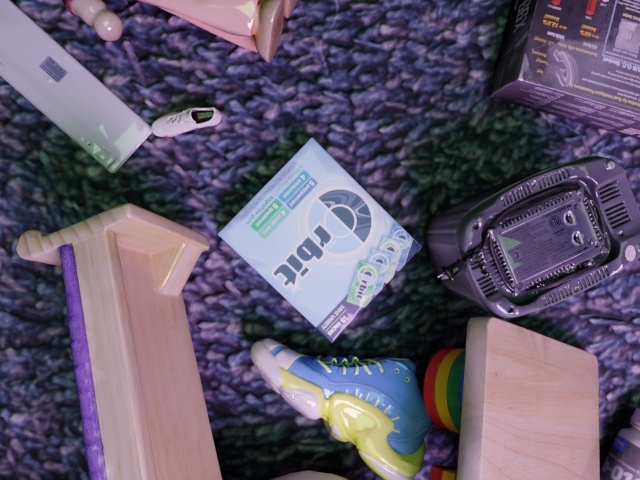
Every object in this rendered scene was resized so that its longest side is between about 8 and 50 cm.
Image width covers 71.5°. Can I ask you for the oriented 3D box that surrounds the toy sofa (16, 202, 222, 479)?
[{"bbox_3d":[-0.175,0.167,0.407,0.176,0.150,0.363,-19,75,10],"label":"toy sofa"}]

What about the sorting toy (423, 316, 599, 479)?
[{"bbox_3d":[0.207,0.234,0.487,0.257,0.089,0.256,22,70,-35],"label":"sorting toy"}]

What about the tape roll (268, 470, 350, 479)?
[{"bbox_3d":[-0.014,0.401,0.456,0.285,0.100,0.287,-3,83,23],"label":"tape roll"}]

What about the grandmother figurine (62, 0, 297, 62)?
[{"bbox_3d":[-0.202,-0.303,0.485,0.342,0.104,0.208,20,62,-2],"label":"grandmother figurine"}]

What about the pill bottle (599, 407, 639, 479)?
[{"bbox_3d":[0.405,0.289,0.558,0.078,0.078,0.137,25,89,-5],"label":"pill bottle"}]

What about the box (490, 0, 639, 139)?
[{"bbox_3d":[0.391,-0.261,0.543,0.307,0.076,0.243,13,91,-5],"label":"box"}]

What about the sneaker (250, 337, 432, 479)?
[{"bbox_3d":[0.036,0.169,0.531,0.240,0.091,0.126,41,70,-4],"label":"sneaker"}]

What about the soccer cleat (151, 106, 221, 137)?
[{"bbox_3d":[-0.157,-0.140,0.518,0.083,0.035,0.029,-12,93,-5],"label":"soccer cleat"}]

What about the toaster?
[{"bbox_3d":[0.217,0.000,0.499,0.226,0.146,0.129,-25,93,-5],"label":"toaster"}]

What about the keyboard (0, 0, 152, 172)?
[{"bbox_3d":[-0.316,-0.191,0.517,0.256,0.014,0.072,42,83,-5],"label":"keyboard"}]

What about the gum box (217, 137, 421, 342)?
[{"bbox_3d":[0.000,0.000,0.533,0.184,0.041,0.157,44,87,-4],"label":"gum box"}]
